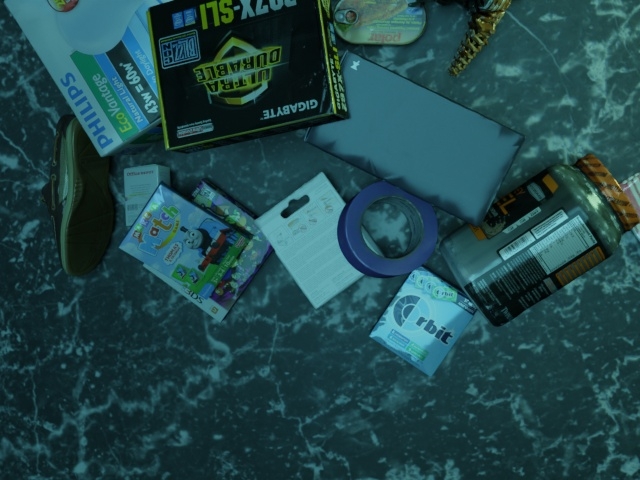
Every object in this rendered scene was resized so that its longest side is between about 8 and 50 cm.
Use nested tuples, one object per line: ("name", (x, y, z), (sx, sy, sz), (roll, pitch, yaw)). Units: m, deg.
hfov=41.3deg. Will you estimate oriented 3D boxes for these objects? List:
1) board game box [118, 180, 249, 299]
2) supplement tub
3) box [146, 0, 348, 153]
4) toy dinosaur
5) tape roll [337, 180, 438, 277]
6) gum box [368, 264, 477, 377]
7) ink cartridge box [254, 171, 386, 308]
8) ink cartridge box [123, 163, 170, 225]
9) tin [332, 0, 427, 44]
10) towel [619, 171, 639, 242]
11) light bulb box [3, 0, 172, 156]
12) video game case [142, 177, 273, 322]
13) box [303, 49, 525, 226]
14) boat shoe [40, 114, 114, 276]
("board game box", (-0.278, 0.002, 1.731), (0.211, 0.039, 0.160), (33, 101, -15))
("supplement tub", (0.416, -0.004, 1.621), (0.338, 0.207, 0.207), (-35, 92, 10))
("box", (-0.128, -0.304, 1.448), (0.322, 0.079, 0.257), (-8, 87, 22))
("toy dinosaur", (0.294, -0.483, 1.606), (0.218, 0.164, 0.322), (13, 71, -14))
("tape roll", (0.132, -0.020, 1.688), (0.189, 0.080, 0.189), (1, 83, -10))
("gum box", (0.215, 0.163, 1.755), (0.157, 0.041, 0.184), (34, 100, 3))
("ink cartridge box", (0.000, 0.000, 1.752), (0.181, 0.056, 0.225), (-36, 89, 5))
("ink cartridge box", (-0.361, -0.093, 1.776), (0.088, 0.052, 0.122), (-4, 88, 24))
("tin", (0.118, -0.442, 1.691), (0.189, 0.040, 0.106), (4, 94, 7))
("towel", (0.688, -0.089, 1.662), (0.197, 0.029, 0.144), (-32, 91, 11))
("light bulb box", (-0.345, -0.404, 1.665), (0.361, 0.225, 0.358), (-32, 92, 10))
("video game case", (-0.229, 0.021, 1.797), (0.210, 0.042, 0.232), (37, 101, 1))
("box", (0.175, -0.192, 1.576), (0.343, 0.312, 0.179), (27, 100, 4))
("boat shoe", (-0.524, -0.098, 1.799), (0.123, 0.123, 0.342), (13, 106, 36))
